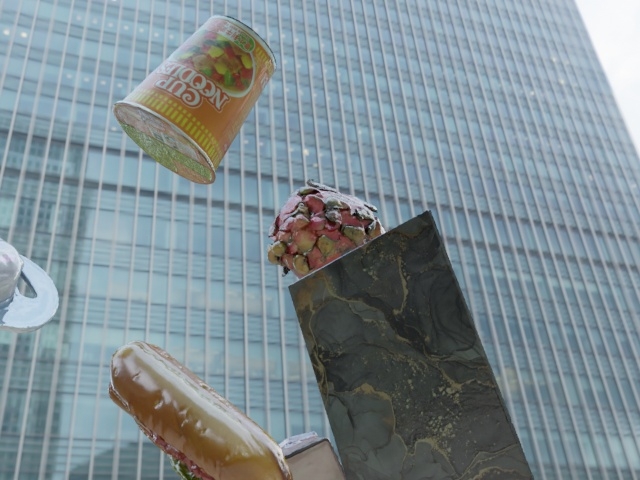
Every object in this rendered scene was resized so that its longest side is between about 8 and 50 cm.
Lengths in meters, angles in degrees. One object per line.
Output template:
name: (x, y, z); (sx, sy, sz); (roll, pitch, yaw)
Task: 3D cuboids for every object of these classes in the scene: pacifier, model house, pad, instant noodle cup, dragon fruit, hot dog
pacifier: (-0.538, 0.097, 1.147); (0.287, 0.238, 0.225); (-3, -54, -53)
model house: (-0.048, 0.596, 1.888); (0.202, 0.236, 0.237); (-26, -2, -17)
pad: (0.098, 0.172, 1.017); (0.248, 0.367, 0.007); (-30, -26, 28)
instant noodle cup: (-0.155, -0.194, 1.067); (0.168, 0.185, 0.168); (31, -18, 11)
dragon fruit: (0.000, 0.000, 1.914); (0.291, 0.250, 0.269); (-5, -63, -54)
hot dog: (-0.096, 0.156, 0.634); (0.062, 0.236, 0.092); (-35, -50, -29)
